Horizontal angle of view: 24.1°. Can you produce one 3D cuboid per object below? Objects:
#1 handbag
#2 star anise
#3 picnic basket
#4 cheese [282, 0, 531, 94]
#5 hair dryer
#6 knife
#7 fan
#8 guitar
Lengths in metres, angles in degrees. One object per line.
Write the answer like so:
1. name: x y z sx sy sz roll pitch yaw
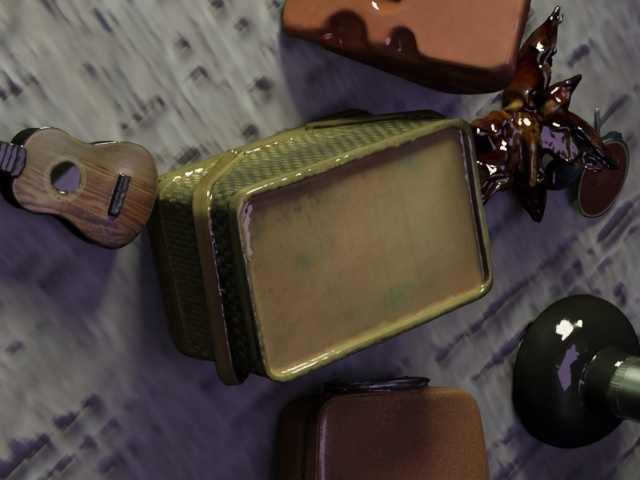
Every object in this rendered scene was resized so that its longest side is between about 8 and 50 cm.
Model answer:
1. handbag: 0.057 0.194 1.316 0.193 0.072 0.151 3 81 -32
2. star anise: 0.205 -0.094 1.412 0.157 0.053 0.212 43 75 -25
3. picnic basket: 0.000 0.000 1.217 0.266 0.139 0.165 -22 109 -33
4. cheese: 0.106 -0.202 1.244 0.202 0.177 0.128 16 87 -38
5. hair dryer: 0.322 0.234 1.414 0.155 0.320 0.284 3 106 -38
6. knife: 0.263 -0.081 1.484 0.121 0.018 0.031 -26 109 -32
7. fan: 0.277 -0.079 1.479 0.085 0.005 0.133 -42 137 -24
8. guitar: -0.237 -0.062 1.087 0.271 0.038 0.084 19 85 -40
